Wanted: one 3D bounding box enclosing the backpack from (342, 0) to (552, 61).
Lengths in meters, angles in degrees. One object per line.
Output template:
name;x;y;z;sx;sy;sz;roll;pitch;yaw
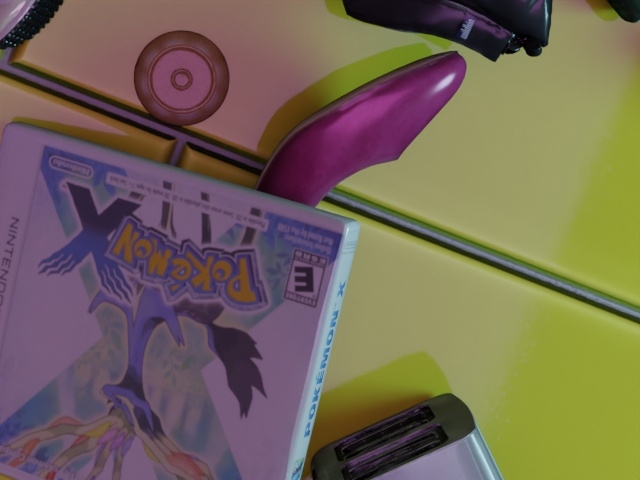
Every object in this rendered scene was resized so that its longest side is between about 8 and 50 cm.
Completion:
backpack;0.102;-0.229;1.380;0.182;0.115;0.152;3;103;10

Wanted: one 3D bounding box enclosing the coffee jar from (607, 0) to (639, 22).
coffee jar;0.240;-0.282;1.419;0.096;0.079;0.184;-44;99;3

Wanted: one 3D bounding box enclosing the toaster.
toaster;0.083;0.222;1.438;0.186;0.168;0.110;-24;99;0

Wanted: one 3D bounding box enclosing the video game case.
video game case;-0.151;0.084;1.386;0.329;0.036;0.300;17;100;21

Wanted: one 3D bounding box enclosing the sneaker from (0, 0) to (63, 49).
sneaker;-0.245;-0.239;1.402;0.075;0.057;0.161;37;96;7

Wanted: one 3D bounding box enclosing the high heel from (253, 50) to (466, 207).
high heel;0.000;0.000;1.417;0.377;0.127;0.181;-35;90;16

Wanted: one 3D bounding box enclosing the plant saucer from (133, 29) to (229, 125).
plant saucer;-0.120;-0.140;1.441;0.083;0.015;0.083;-1;99;-4
